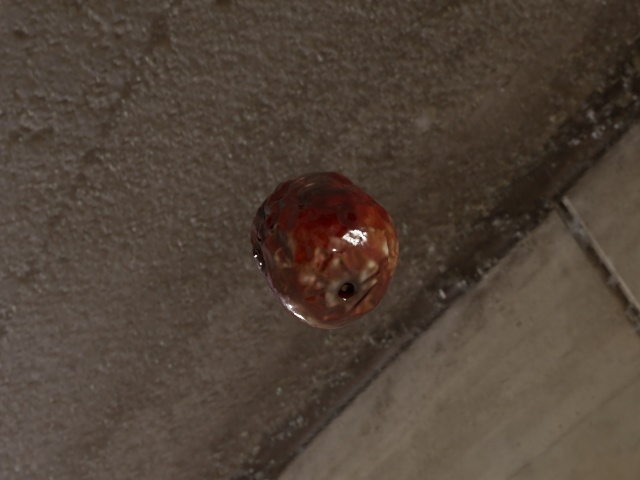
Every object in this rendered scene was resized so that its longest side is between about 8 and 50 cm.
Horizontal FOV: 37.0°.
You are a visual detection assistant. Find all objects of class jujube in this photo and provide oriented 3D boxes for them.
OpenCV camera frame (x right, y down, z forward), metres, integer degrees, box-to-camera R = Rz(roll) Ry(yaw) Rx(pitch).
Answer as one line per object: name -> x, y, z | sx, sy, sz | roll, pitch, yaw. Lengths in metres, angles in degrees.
jujube -> 0.000, 0.000, 0.541 | 0.077, 0.129, 0.077 | -4, 108, -12
